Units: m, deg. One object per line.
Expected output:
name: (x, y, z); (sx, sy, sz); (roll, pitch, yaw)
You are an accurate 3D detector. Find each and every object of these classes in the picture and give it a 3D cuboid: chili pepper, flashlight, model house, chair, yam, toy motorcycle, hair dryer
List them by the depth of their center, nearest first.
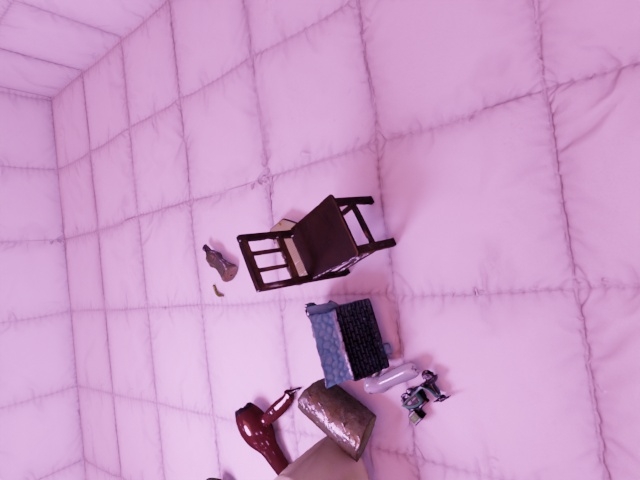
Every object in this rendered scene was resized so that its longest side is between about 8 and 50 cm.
chair: (0.000, 0.000, 1.247); (0.240, 0.416, 0.203); (-34, 72, 34)
toy motorcycle: (0.311, 0.469, 1.257); (0.100, 0.058, 0.173); (43, 118, 20)
flashlight: (0.220, 0.429, 1.305); (0.200, 0.093, 0.048); (-38, 39, 34)
model house: (0.090, 0.306, 1.366); (0.241, 0.226, 0.261); (-15, 84, -1)
yam: (0.062, 0.583, 1.392); (0.268, 0.161, 0.161); (27, 108, 33)
hair dryer: (-0.154, 0.710, 1.622); (0.312, 0.123, 0.340); (47, 108, 14)
chili pepper: (-0.462, 0.230, 1.870); (0.083, 0.017, 0.030); (47, 117, 27)

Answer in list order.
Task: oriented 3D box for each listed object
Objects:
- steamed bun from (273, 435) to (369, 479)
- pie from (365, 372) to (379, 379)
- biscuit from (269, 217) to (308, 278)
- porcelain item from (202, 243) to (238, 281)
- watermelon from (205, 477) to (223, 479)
steamed bun: (-0.029, 0.907, 1.345); (0.290, 0.371, 0.456); (34, 115, 31)
pie: (0.159, 0.429, 1.396); (0.085, 0.017, 0.085); (3, 94, 38)
biscuit: (-0.085, 0.028, 1.547); (0.150, 0.052, 0.252); (-37, 71, 29)
porcelain item: (-0.453, 0.091, 1.824); (0.215, 0.069, 0.081); (38, 118, 29)
watermelon: (-0.404, 1.165, 1.806); (0.128, 0.159, 0.304); (-12, 83, 8)
